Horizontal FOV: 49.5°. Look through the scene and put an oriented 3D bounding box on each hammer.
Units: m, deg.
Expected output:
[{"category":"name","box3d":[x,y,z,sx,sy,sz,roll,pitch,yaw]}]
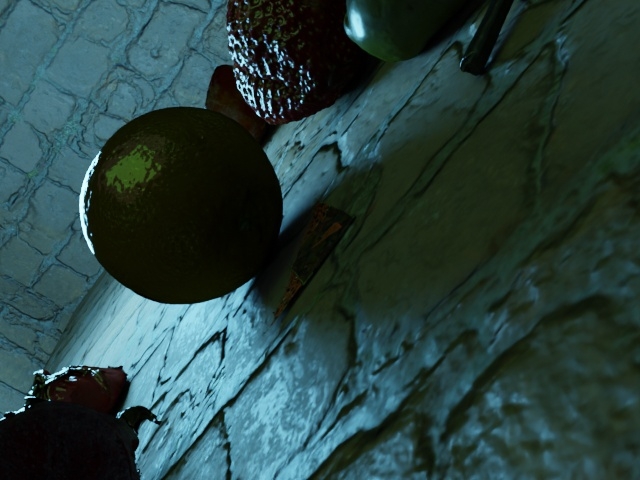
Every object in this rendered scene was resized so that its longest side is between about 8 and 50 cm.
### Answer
[{"category":"hammer","box3d":[0.206,-0.295,0.700,0.125,0.027,0.297,97,-163,-75]}]

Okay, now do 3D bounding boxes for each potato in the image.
[{"category":"potato","box3d":[0.112,-0.314,0.863,0.154,0.137,0.200,-29,-8,-48]}]

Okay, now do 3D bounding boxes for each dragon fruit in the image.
[{"category":"dragon fruit","box3d":[-0.466,0.304,1.247,0.224,0.148,0.218,-47,20,26]},{"category":"dragon fruit","box3d":[-0.321,0.297,0.816,0.147,0.211,0.282,-36,-1,34]}]

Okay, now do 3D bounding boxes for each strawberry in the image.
[{"category":"strawberry","box3d":[-0.028,-0.323,1.130,0.238,0.250,0.288,-25,38,-12]}]

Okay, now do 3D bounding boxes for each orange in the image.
[{"category":"orange","box3d":[-0.180,-0.046,0.929,0.274,0.274,0.274,-48,18,22]}]

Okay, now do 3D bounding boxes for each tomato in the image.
[{"category":"tomato","box3d":[-0.181,-0.268,1.553,0.200,0.139,0.233,-73,-11,-61]}]

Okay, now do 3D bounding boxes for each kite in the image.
[{"category":"kite","box3d":[0.001,0.000,0.785,0.125,0.008,0.222,-38,24,45]}]
